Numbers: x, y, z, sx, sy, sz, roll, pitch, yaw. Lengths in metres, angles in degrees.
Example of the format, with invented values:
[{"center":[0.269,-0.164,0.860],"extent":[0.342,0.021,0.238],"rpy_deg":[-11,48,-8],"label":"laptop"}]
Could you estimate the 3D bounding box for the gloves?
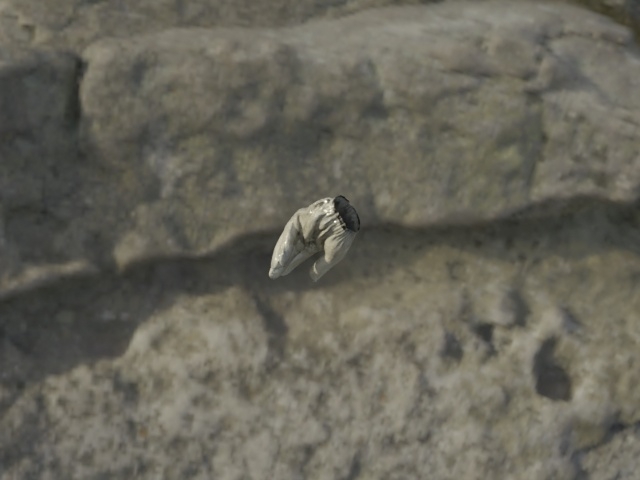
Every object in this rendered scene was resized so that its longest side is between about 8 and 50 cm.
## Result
[{"center":[0.000,-0.001,0.730],"extent":[0.044,0.081,0.037],"rpy_deg":[50,21,-14],"label":"gloves"}]
